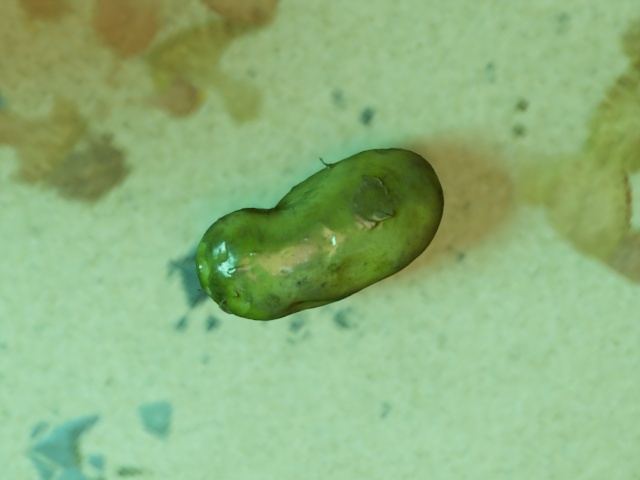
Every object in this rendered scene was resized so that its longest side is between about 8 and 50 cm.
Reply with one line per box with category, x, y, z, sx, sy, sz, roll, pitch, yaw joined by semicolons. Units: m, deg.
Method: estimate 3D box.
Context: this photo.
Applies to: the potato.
potato;0.000;0.000;0.640;0.092;0.046;0.045;-26;73;-9
